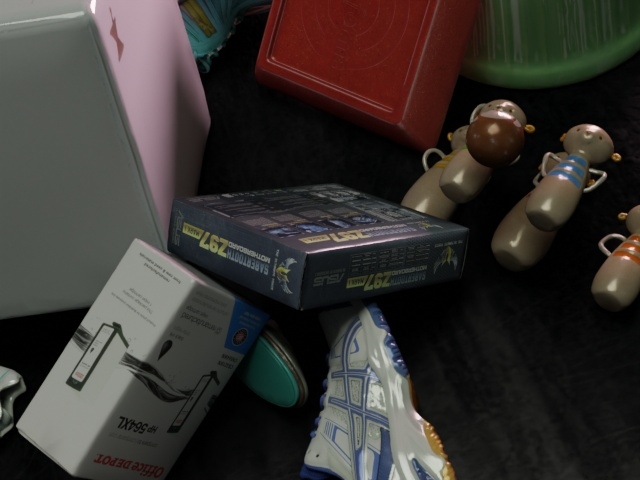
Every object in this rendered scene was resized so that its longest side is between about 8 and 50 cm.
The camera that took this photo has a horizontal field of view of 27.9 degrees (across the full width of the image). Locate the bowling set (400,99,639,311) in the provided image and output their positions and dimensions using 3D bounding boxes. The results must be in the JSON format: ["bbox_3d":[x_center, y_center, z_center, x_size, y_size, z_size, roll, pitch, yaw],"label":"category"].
[{"bbox_3d":[0.215,-0.075,1.258,0.287,0.200,0.154,23,58,24],"label":"bowling set"}]

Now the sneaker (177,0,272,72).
[{"bbox_3d":[-0.152,-0.252,1.558,0.275,0.107,0.110,-23,75,-5],"label":"sneaker"}]

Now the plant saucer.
[{"bbox_3d":[0.045,-0.256,1.418,0.259,0.258,0.047,26,19,28],"label":"plant saucer"}]

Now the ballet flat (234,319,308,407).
[{"bbox_3d":[-0.079,0.090,1.279,0.213,0.072,0.068,30,35,28],"label":"ballet flat"}]

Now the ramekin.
[{"bbox_3d":[0.246,-0.332,1.474,0.303,0.148,0.303,-7,52,8],"label":"ramekin"}]

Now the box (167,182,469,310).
[{"bbox_3d":[0.000,0.000,1.231,0.183,0.059,0.232,20,20,40],"label":"box"}]

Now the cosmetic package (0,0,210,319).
[{"bbox_3d":[-0.350,-0.138,1.310,0.393,0.327,0.329,-8,37,7],"label":"cosmetic package"}]

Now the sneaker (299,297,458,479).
[{"bbox_3d":[0.030,0.164,1.166,0.131,0.112,0.296,-24,48,1],"label":"sneaker"}]

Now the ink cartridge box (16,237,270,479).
[{"bbox_3d":[-0.159,0.119,1.179,0.086,0.148,0.203,32,91,29],"label":"ink cartridge box"}]

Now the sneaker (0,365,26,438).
[{"bbox_3d":[-0.342,0.186,1.273,0.061,0.054,0.152,6,54,15],"label":"sneaker"}]
